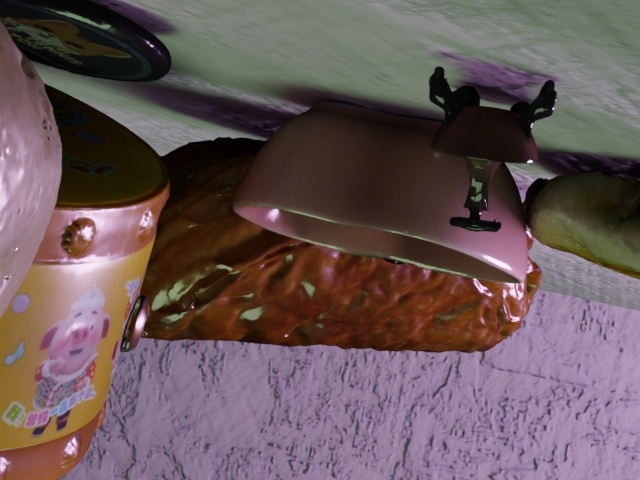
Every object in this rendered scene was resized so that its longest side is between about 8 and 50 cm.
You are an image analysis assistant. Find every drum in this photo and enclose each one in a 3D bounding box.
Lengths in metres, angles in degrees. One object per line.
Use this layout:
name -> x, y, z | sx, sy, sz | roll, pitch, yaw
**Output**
drum -> -0.323, -0.005, 1.333 | 0.431, 0.214, 0.431 | 17, -166, -4

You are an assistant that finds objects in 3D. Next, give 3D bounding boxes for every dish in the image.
dish -> 0.047, -0.039, 1.327 | 0.213, 0.090, 0.213 | 13, 175, 1

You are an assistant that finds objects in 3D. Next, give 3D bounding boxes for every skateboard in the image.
skateboard -> 0.091, -0.046, 1.061 | 0.067, 0.080, 0.151 | 7, 179, 5

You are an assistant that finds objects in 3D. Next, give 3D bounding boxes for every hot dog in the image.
hot dog -> 0.000, 0.000, 1.571 | 0.387, 0.174, 0.267 | 4, -176, -30

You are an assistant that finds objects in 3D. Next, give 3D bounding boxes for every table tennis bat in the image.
table tennis bat -> -0.191, -0.130, 1.167 | 0.236, 0.027, 0.150 | 7, 167, 41

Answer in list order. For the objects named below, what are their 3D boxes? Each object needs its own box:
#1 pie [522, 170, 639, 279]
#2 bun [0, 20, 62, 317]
pie -> 0.295, 0.014, 1.348 | 0.337, 0.075, 0.337 | 13, 178, 1
bun -> -0.290, -0.070, 0.946 | 0.362, 0.234, 0.326 | 29, 163, -32
